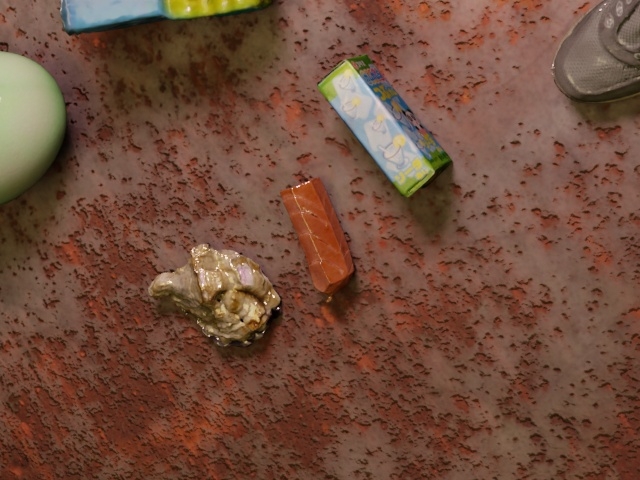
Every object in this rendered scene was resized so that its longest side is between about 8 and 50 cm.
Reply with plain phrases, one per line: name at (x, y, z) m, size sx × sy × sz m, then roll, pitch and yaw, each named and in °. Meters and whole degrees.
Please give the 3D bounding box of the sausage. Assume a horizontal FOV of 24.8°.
sausage at (0.001, 0.000, 2.027) m, size 0.065 × 0.065 × 0.169 m, roll -20°, pitch 94°, yaw 23°

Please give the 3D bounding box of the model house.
model house at (-0.201, -0.410, 1.945) m, size 0.303 × 0.215 × 0.237 m, roll -5°, pitch 98°, yaw 17°

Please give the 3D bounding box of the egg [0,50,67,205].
egg at (-0.491, -0.157, 2.092) m, size 0.269 × 0.220 × 0.220 m, roll -25°, pitch 91°, yaw 24°

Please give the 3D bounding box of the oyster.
oyster at (-0.160, 0.083, 2.098) m, size 0.191 × 0.081 × 0.163 m, roll -7°, pitch 103°, yaw 25°

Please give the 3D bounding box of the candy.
candy at (0.086, -0.154, 1.945) m, size 0.062 × 0.097 × 0.194 m, roll -40°, pitch 86°, yaw 24°

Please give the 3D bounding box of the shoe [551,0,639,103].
shoe at (0.419, -0.275, 1.757) m, size 0.336 × 0.171 × 0.132 m, roll -38°, pitch 87°, yaw 22°
